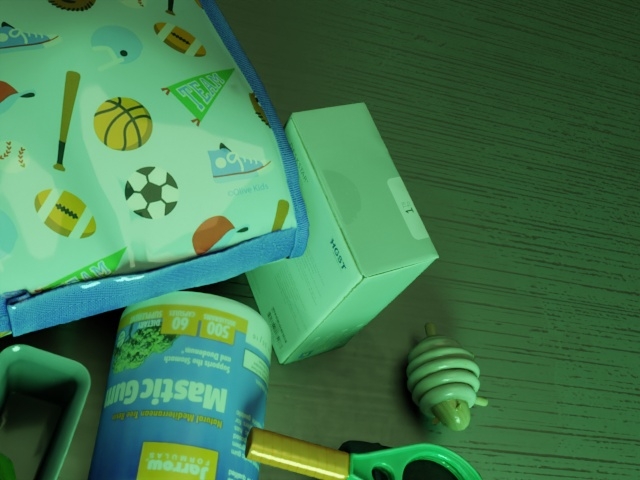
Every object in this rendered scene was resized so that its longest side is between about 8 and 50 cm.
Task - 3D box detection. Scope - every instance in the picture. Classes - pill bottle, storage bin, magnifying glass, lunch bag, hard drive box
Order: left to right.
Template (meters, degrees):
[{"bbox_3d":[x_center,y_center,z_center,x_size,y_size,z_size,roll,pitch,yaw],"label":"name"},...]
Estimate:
[{"bbox_3d":[-0.275,0.174,0.776,0.098,0.091,0.135,21,56,-12],"label":"storage bin"},{"bbox_3d":[-0.230,-0.095,0.848,0.327,0.239,0.386,-16,56,-28],"label":"lunch bag"},{"bbox_3d":[-0.130,0.197,0.789,0.152,0.152,0.272,14,58,-16],"label":"pill bottle"},{"bbox_3d":[0.000,0.000,0.905,0.089,0.232,0.181,-13,70,-28],"label":"hard drive box"},{"bbox_3d":[0.045,0.208,0.770,0.230,0.026,0.092,17,43,-12],"label":"magnifying glass"}]

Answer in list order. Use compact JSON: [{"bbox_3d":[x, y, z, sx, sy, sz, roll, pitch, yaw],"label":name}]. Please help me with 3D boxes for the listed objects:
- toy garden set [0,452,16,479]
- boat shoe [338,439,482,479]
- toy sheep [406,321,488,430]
[{"bbox_3d":[-0.323,0.239,0.615,0.244,0.204,0.049,-48,116,-8],"label":"toy garden set"},{"bbox_3d":[0.028,0.393,0.738,0.155,0.187,0.500,24,50,-8],"label":"boat shoe"},{"bbox_3d":[0.138,0.151,0.974,0.091,0.091,0.132,2,49,-22],"label":"toy sheep"}]
